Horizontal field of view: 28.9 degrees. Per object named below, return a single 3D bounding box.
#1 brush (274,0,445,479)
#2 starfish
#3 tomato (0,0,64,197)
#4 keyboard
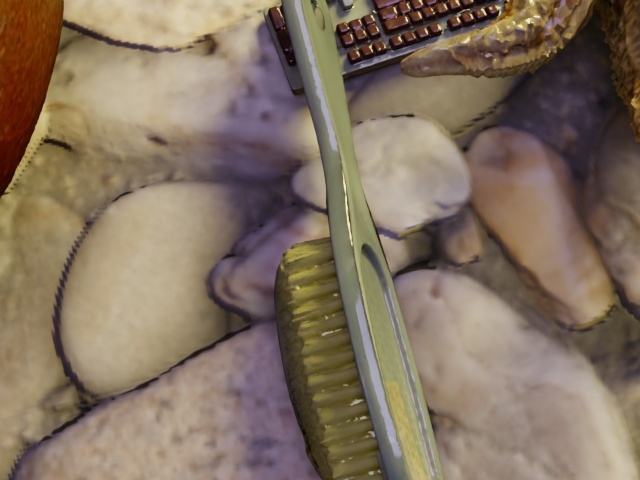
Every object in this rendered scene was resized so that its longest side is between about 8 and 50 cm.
[{"bbox_3d":[0.000,0.000,0.597,0.060,0.068,0.297,-16,76,18],"label":"brush"},{"bbox_3d":[0.183,-0.128,0.619,0.301,0.084,0.294,21,68,-11],"label":"starfish"},{"bbox_3d":[-0.267,-0.105,0.511,0.303,0.239,0.304,9,49,-10],"label":"tomato"},{"bbox_3d":[0.056,-0.124,0.655,0.165,0.017,0.055,-19,75,-4],"label":"keyboard"}]
